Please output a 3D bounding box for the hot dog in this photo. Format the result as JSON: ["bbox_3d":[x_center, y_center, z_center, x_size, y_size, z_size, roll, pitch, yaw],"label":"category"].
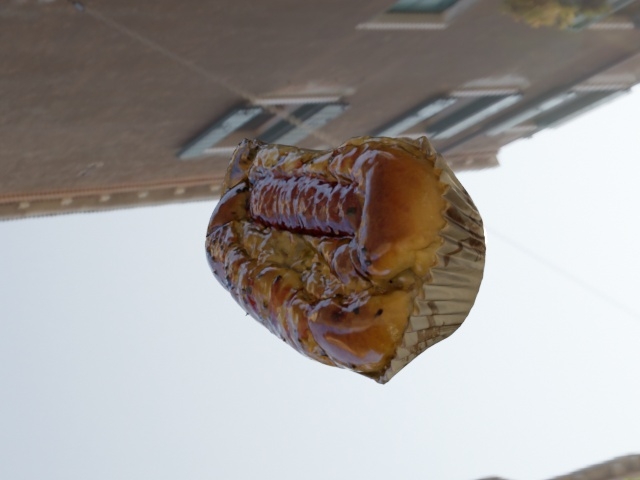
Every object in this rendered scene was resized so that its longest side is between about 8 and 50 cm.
[{"bbox_3d":[0.000,0.000,0.609,0.069,0.253,0.131,10,-87,-30],"label":"hot dog"}]
